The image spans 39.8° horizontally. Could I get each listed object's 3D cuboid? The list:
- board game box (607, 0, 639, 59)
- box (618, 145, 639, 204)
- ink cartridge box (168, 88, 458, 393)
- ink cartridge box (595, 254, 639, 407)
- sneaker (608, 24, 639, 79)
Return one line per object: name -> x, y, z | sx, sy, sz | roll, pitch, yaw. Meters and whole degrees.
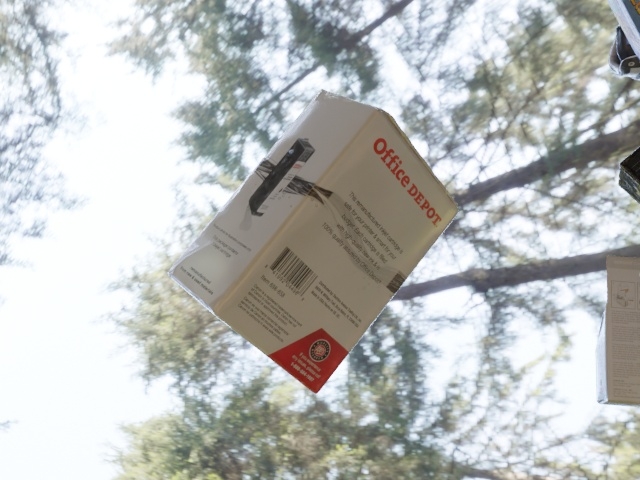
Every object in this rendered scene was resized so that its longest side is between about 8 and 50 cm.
board game box -> 0.378, -0.276, 1.063 | 0.201, 0.035, 0.136 | 47, -159, -32
box -> 0.637, -0.130, 1.410 | 0.261, 0.103, 0.184 | -41, -115, 1
ink cartridge box -> 0.000, 0.000, 0.985 | 0.273, 0.114, 0.197 | -50, -48, -7
ink cartridge box -> 0.537, 0.150, 1.415 | 0.189, 0.066, 0.233 | 5, -108, -5
sneaker -> 0.521, -0.297, 1.241 | 0.153, 0.282, 0.099 | 10, -108, -12
